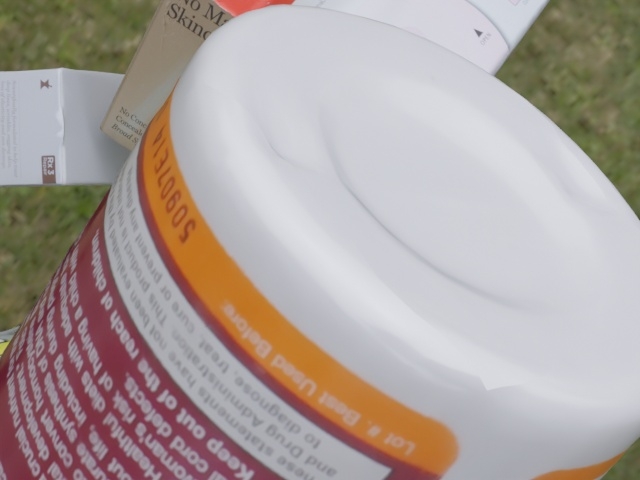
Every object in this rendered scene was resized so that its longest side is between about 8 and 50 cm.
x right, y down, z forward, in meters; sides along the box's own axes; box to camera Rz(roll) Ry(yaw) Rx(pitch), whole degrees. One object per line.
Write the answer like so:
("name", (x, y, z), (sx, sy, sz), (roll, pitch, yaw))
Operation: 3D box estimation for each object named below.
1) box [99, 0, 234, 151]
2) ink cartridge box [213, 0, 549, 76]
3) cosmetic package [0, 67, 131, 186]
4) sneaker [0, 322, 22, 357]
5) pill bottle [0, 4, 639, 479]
("box", (-0.072, -0.206, 1.669), (0.148, 0.311, 0.121), (32, 32, 5))
("ink cartridge box", (0.032, -0.189, 1.255), (0.232, 0.066, 0.189), (41, 52, -5))
("cosmetic package", (-0.236, -0.112, 1.791), (0.231, 0.085, 0.117), (-2, 91, -66))
("sneaker", (-0.375, 0.174, 1.885), (0.145, 0.385, 0.147), (61, 25, -22))
("pill bottle", (-0.047, 0.113, 0.757), (0.224, 0.392, 0.224), (26, 32, -18))
